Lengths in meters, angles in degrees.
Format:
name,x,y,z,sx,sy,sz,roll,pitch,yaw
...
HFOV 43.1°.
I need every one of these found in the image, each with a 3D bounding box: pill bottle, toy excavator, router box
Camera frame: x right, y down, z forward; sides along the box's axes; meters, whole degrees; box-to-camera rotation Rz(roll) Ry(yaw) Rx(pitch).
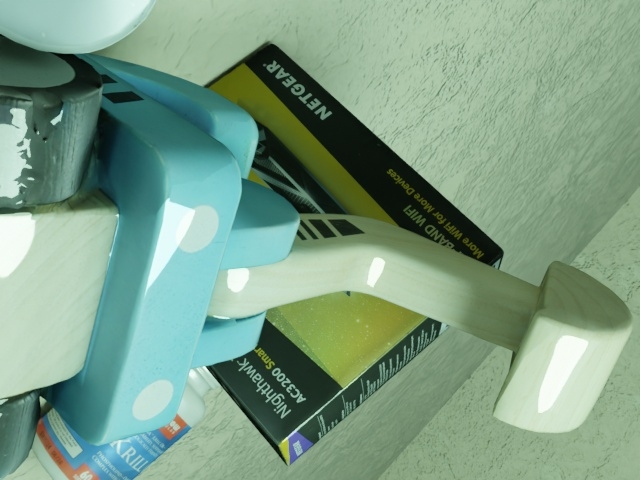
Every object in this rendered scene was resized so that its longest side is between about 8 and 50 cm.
name,x,y,z,sx,sy,sz,roll,pitch,yaw
pill bottle,-0.213,0.193,0.942,0.221,0.124,0.124,-41,153,-11
toy excavator,-0.065,-0.002,0.528,0.445,0.433,0.222,-9,124,-47
router box,-0.036,-0.002,0.718,0.243,0.309,0.081,-39,156,-15

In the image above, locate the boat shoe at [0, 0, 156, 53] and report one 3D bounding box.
name,x,y,z,sx,sy,sz,roll,pitch,yaw
boat shoe,-0.217,-0.237,0.333,0.136,0.156,0.367,-46,125,11
